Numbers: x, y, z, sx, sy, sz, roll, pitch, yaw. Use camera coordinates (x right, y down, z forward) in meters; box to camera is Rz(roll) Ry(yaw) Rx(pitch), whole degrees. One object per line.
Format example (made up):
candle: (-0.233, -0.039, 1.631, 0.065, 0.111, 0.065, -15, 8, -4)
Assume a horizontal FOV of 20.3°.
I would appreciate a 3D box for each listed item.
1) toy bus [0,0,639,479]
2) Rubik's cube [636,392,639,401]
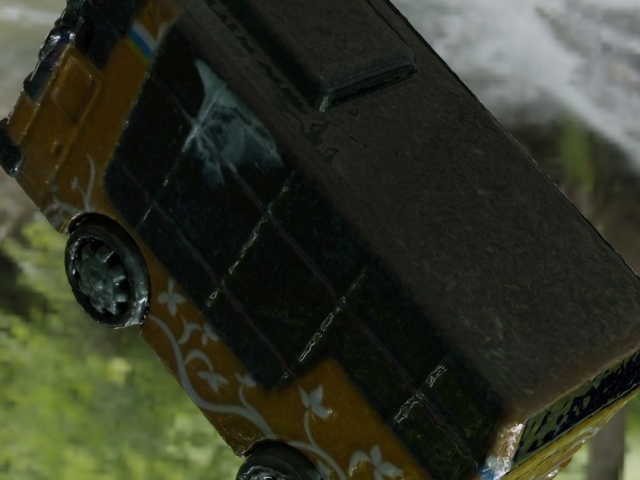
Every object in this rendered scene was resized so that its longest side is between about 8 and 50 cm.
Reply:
toy bus: (0.000, 0.000, 0.888, 0.162, 0.323, 0.194, -25, 159, -44)
Rubik's cube: (0.336, 0.119, 1.533, 0.112, 0.133, 0.133, -35, -175, -27)
